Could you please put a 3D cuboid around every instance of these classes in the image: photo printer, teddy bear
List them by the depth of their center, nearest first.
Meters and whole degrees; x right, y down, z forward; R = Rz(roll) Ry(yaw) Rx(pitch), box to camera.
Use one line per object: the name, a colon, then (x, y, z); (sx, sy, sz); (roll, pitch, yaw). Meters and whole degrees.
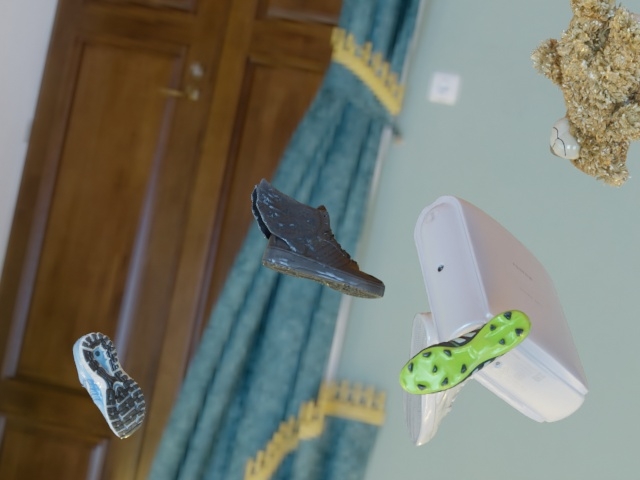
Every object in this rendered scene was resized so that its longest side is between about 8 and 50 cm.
photo printer: (0.255, 0.085, 1.897); (0.256, 0.107, 0.307); (37, -153, -30)
teddy bear: (0.396, -0.222, 1.897); (0.245, 0.113, 0.338); (51, 156, 16)

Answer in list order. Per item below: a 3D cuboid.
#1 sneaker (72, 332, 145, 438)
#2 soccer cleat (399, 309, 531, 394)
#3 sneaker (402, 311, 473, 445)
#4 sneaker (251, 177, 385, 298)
sneaker: (-0.304, 0.205, 1.868); (0.063, 0.162, 0.073); (-27, -169, -33)
soccer cleat: (0.183, 0.144, 1.634); (0.179, 0.060, 0.072); (-28, 163, 6)
sneaker: (0.232, 0.227, 2.181); (0.169, 0.292, 0.108); (-8, -135, -15)
sneaker: (-0.001, 0.001, 1.433); (0.170, 0.089, 0.051); (18, 166, -12)
